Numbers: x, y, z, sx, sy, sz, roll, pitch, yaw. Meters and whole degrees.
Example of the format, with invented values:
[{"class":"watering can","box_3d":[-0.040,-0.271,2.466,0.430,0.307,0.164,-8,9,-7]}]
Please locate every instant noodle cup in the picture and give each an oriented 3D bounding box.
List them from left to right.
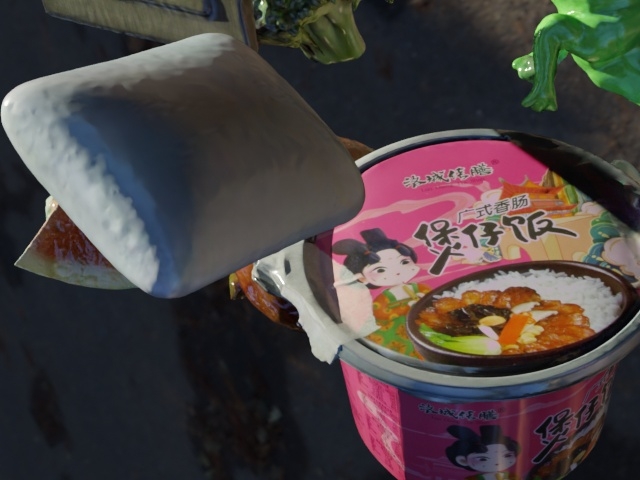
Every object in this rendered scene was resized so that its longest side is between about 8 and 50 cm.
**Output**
[{"class":"instant noodle cup","box_3d":[0.112,0.067,1.036,0.302,0.258,0.181,8,134,14]}]

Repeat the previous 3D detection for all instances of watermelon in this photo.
[{"class":"watermelon","box_3d":[-0.206,-0.048,1.583,0.256,0.260,0.176,38,175,42]}]

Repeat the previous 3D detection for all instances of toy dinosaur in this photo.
[{"class":"toy dinosaur","box_3d":[0.293,-0.319,1.232,0.374,0.144,0.500,31,105,11]}]

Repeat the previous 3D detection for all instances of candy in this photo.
[{"class":"candy","box_3d":[-0.064,-0.045,0.755,0.138,0.174,0.071,47,127,13]}]

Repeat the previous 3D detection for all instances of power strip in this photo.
[{"class":"power strip","box_3d":[-0.159,-0.299,1.286,0.251,0.092,0.257,14,132,25]}]

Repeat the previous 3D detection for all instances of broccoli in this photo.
[{"class":"broccoli","box_3d":[-0.035,-0.277,1.600,0.263,0.247,0.243,27,166,36]}]

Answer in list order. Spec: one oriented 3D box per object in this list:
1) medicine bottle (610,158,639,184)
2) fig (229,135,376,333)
[{"class":"medicine bottle","box_3d":[0.272,-0.031,1.486,0.055,0.074,0.118,38,130,-17]},{"class":"fig","box_3d":[0.001,-0.001,1.396,0.205,0.205,0.205,38,144,35]}]
